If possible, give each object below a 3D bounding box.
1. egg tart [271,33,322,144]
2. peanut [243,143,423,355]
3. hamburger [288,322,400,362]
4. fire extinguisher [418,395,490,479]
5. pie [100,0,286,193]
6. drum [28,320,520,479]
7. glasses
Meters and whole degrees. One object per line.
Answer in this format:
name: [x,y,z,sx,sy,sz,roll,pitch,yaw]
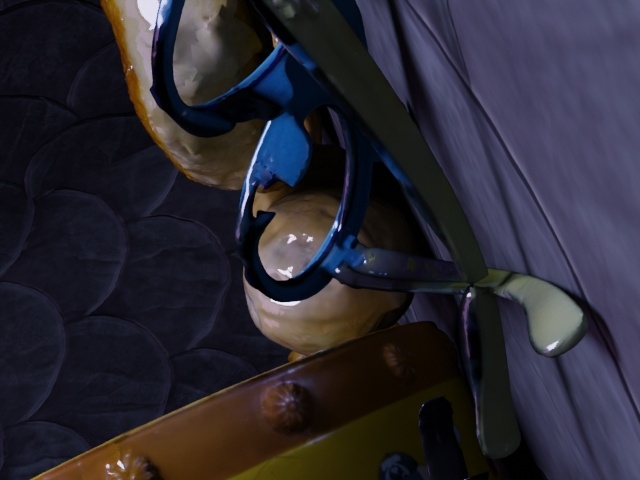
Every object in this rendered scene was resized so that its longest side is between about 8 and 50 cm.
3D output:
egg tart: [-0.073,-0.166,1.098,0.241,0.106,0.241,159,90,-85]
peanut: [0.000,0.000,0.797,0.117,0.101,0.263,24,-166,-15]
hamburger: [0.059,0.200,1.198,0.156,0.144,0.283,-118,2,-73]
fire extinguisher: [0.107,0.216,0.448,0.337,0.114,0.135,-117,16,-48]
pie: [-0.079,-0.181,0.733,0.315,0.092,0.315,-12,-90,-85]
drum: [-0.066,0.231,0.734,0.431,0.431,0.214,75,170,-79]
glasses: [0.014,-0.006,0.464,0.239,0.102,0.207,70,177,-55]
